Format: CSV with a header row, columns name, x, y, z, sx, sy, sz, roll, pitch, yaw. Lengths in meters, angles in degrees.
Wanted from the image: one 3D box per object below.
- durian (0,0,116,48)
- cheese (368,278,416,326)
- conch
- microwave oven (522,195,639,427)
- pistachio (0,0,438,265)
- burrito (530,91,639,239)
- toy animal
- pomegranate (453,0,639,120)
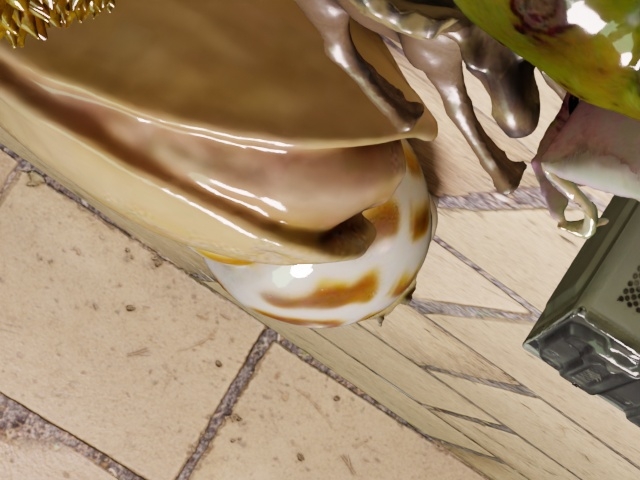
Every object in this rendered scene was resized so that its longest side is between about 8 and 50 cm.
name,x,y,z,sx,sy,sz,roll,pitch,yaw
durian,-0.106,-0.154,0.600,0.137,0.158,0.168,19,171,-10
cheese,0.000,0.000,1.244,0.123,0.094,0.167,26,178,-24
conch,-0.019,-0.027,0.980,0.183,0.149,0.275,21,168,37
microwave oven,0.214,0.053,0.694,0.208,0.122,0.162,32,172,4
pistachio,-0.085,-0.094,0.793,0.293,0.162,0.181,35,-153,3
burrito,0.172,-0.030,0.488,0.144,0.089,0.229,13,178,-35
toy animal,0.044,-0.095,0.602,0.214,0.094,0.186,35,167,44
pomegranate,0.093,-0.084,0.391,0.138,0.125,0.163,19,170,7
